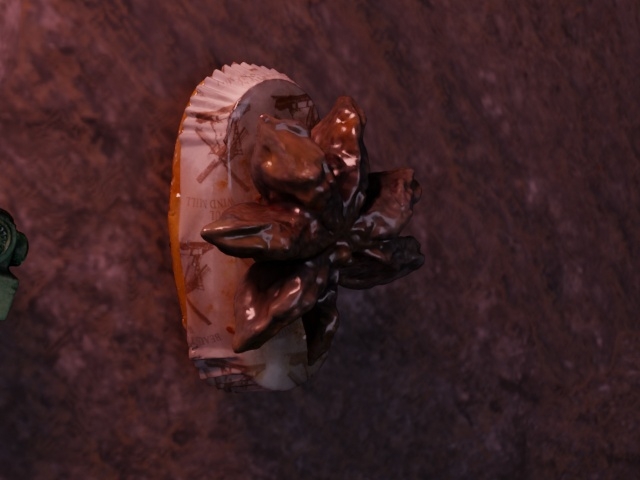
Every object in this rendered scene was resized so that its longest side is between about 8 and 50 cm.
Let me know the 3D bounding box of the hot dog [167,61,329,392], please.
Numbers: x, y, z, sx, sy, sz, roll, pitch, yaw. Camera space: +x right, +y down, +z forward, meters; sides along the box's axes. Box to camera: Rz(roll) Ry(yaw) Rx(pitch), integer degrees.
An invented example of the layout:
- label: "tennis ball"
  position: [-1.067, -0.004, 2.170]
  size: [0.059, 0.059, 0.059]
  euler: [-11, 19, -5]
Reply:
- label: "hot dog"
  position: [-0.055, -0.006, 1.199]
  size: [0.144, 0.075, 0.267]
  euler: [-6, 104, -34]

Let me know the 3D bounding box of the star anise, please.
- label: "star anise"
  position: [-0.002, -0.016, 1.144]
  size: [0.212, 0.073, 0.196]
  euler: [-40, 122, -28]

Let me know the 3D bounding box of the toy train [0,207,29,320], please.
- label: "toy train"
  position: [-0.282, 0.010, 1.026]
  size: [0.170, 0.071, 0.111]
  euler: [18, 94, -39]
